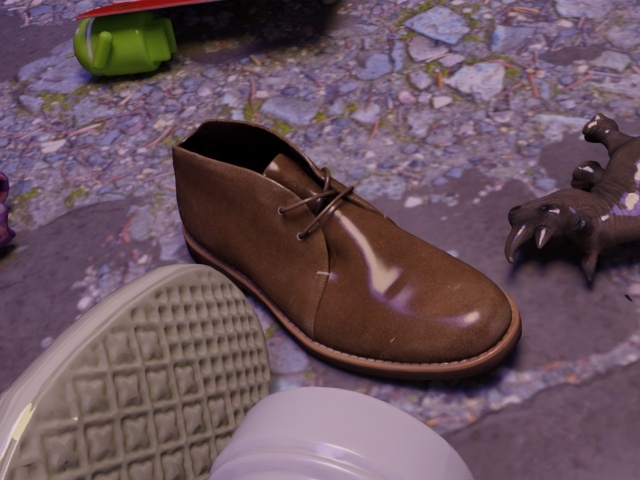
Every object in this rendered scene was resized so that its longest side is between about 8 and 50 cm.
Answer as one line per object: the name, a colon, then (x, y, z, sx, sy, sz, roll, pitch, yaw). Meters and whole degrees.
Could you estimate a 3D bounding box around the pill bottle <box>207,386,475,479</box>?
pill bottle: (-0.030, 0.206, 0.345, 0.161, 0.160, 0.283, 6, 39, 21)

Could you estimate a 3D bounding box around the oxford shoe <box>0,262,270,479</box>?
oxford shoe: (-0.154, 0.182, 0.432, 0.130, 0.169, 0.449, -16, 34, 37)

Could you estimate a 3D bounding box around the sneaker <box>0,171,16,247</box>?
sneaker: (-0.346, -0.052, 0.782, 0.105, 0.095, 0.236, -23, 47, -19)

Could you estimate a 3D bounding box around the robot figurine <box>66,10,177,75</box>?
robot figurine: (-0.220, -0.217, 0.936, 0.115, 0.067, 0.101, -3, 33, 12)

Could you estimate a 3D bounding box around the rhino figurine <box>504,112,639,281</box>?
rhino figurine: (0.235, -0.046, 0.623, 0.243, 0.073, 0.106, -28, 41, -13)

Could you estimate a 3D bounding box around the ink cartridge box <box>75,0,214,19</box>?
ink cartridge box: (-0.113, -0.309, 0.957, 0.275, 0.060, 0.239, -5, 20, 10)

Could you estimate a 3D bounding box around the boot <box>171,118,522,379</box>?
boot: (0.000, 0.000, 0.607, 0.305, 0.115, 0.112, 24, 52, 33)
